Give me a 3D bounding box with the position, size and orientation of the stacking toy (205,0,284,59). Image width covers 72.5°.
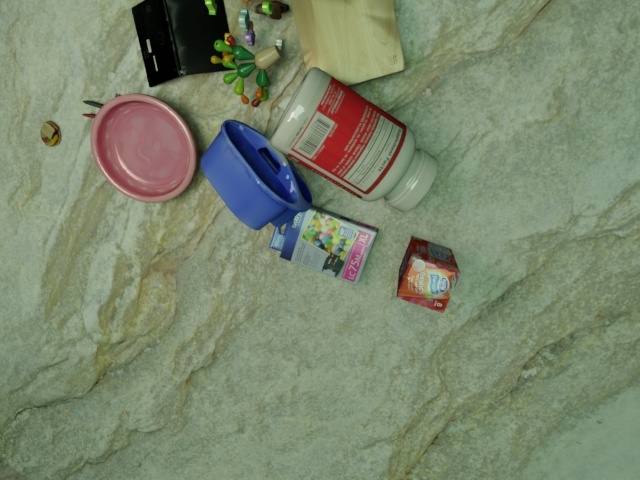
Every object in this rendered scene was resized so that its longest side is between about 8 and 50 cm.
[{"bbox_3d":[-0.196,-0.562,1.164,0.167,0.221,0.052,7,83,5],"label":"stacking toy"}]

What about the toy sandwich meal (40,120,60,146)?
[{"bbox_3d":[-0.906,-0.354,1.458,0.086,0.029,0.085,3,104,11],"label":"toy sandwich meal"}]

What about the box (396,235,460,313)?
[{"bbox_3d":[0.291,0.086,1.203,0.128,0.257,0.122,19,105,6],"label":"box"}]

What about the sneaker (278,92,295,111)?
[{"bbox_3d":[-0.061,-0.318,1.280,0.094,0.080,0.212,-16,95,28],"label":"sneaker"}]

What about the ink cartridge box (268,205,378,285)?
[{"bbox_3d":[0.000,0.000,1.347,0.311,0.065,0.185,21,107,8],"label":"ink cartridge box"}]

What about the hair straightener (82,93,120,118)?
[{"bbox_3d":[-0.640,-0.418,1.378,0.231,0.047,0.088,12,106,8],"label":"hair straightener"}]

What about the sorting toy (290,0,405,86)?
[{"bbox_3d":[0.078,-0.550,1.176,0.256,0.089,0.256,-11,102,14],"label":"sorting toy"}]

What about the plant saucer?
[{"bbox_3d":[-0.533,-0.284,1.352,0.333,0.084,0.331,3,114,6],"label":"plant saucer"}]

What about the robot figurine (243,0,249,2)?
[{"bbox_3d":[-0.178,-0.725,1.155,0.219,0.128,0.158,39,131,13],"label":"robot figurine"}]

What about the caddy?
[{"bbox_3d":[-0.168,-0.190,1.225,0.179,0.241,0.341,-43,77,23],"label":"caddy"}]

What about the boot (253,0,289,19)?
[{"bbox_3d":[-0.144,-0.627,1.190,0.087,0.118,0.042,14,126,22],"label":"boot"}]

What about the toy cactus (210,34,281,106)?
[{"bbox_3d":[-0.189,-0.484,1.213,0.181,0.112,0.219,-20,132,21],"label":"toy cactus"}]

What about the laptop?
[{"bbox_3d":[-0.411,-0.602,1.304,0.265,0.137,0.234,0,105,38],"label":"laptop"}]

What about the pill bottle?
[{"bbox_3d":[0.094,-0.246,1.147,0.408,0.229,0.229,29,109,-15],"label":"pill bottle"}]
